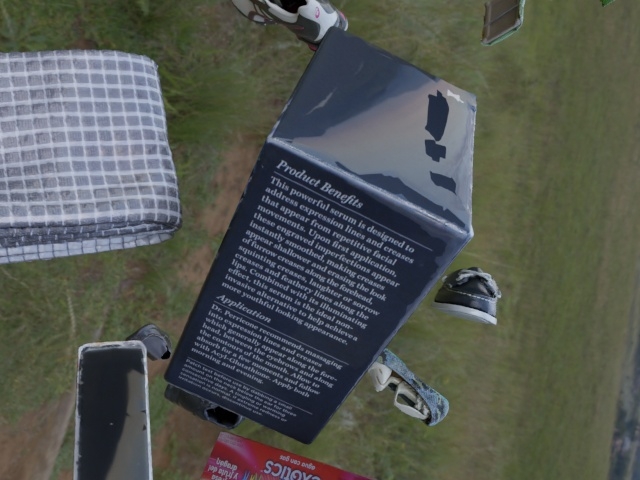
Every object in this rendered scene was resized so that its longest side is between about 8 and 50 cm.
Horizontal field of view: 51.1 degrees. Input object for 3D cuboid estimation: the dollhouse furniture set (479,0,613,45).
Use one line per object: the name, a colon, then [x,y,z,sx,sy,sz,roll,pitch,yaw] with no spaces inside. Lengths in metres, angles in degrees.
dollhouse furniture set: [0.271,-0.284,0.813,0.058,0.151,0.076,29,56,-30]

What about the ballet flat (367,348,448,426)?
ballet flat: [0.129,0.242,1.131,0.070,0.188,0.070,-49,164,-19]

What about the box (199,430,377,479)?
box: [-0.019,0.337,0.816,0.128,0.256,0.123,51,53,-48]

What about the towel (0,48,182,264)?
towel: [-0.318,-0.104,0.790,0.283,0.121,0.235,-7,77,-27]

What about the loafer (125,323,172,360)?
loafer: [-0.454,0.284,1.830,0.080,0.078,0.220,-35,163,2]

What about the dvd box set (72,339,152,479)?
dvd box set: [-0.198,0.335,0.620,0.420,0.062,0.308,111,-27,-46]

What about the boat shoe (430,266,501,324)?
boat shoe: [0.256,0.089,1.165,0.302,0.114,0.091,25,83,-83]

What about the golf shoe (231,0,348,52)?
golf shoe: [-0.074,-0.425,1.155,0.105,0.272,0.120,-58,151,3]

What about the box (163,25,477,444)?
box: [0.000,0.000,0.822,0.395,0.211,0.294,-60,-173,38]

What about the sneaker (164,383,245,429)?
sneaker: [-0.186,0.331,1.362,0.286,0.130,0.109,19,101,-56]
